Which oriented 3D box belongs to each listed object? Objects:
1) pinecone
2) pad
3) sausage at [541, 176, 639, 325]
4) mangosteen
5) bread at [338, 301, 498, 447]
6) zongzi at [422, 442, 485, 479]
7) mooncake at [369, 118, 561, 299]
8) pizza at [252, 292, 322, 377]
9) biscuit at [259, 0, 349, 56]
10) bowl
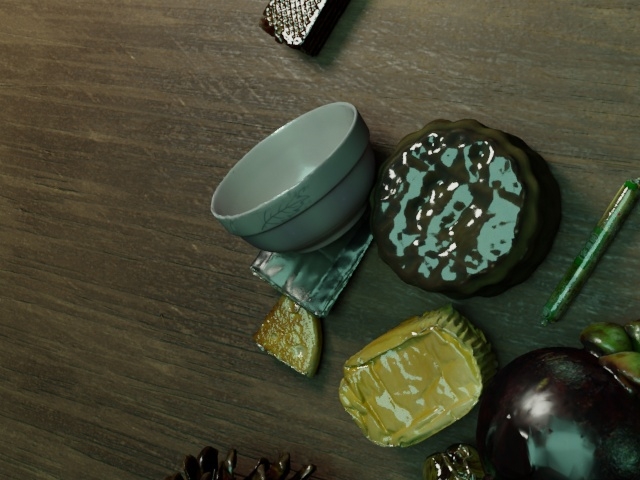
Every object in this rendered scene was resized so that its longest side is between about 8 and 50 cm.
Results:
[{"bbox_3d":[-0.133,0.454,1.538,0.309,0.244,0.244,-21,79,10],"label":"pinecone"},{"bbox_3d":[0.000,0.000,1.586,0.174,0.022,0.233,35,92,24],"label":"pad"},{"bbox_3d":[0.414,0.019,1.395,0.033,0.033,0.269,35,103,23],"label":"sausage"},{"bbox_3d":[0.364,0.272,1.278,0.311,0.311,0.311,-1,88,26],"label":"mangosteen"},{"bbox_3d":[0.156,0.217,1.458,0.250,0.133,0.179,-37,77,23],"label":"bread"},{"bbox_3d":[0.321,0.429,1.387,0.299,0.145,0.274,-13,77,8],"label":"zongzi"},{"bbox_3d":[0.216,-0.049,1.424,0.290,0.161,0.291,-2,85,26],"label":"mooncake"},{"bbox_3d":[-0.055,0.164,1.616,0.130,0.041,0.178,-27,77,20],"label":"pizza"},{"bbox_3d":[0.035,-0.506,1.579,0.107,0.073,0.388,38,104,24],"label":"biscuit"},{"bbox_3d":[-0.025,-0.082,1.490,0.287,0.287,0.144,-25,115,23],"label":"bowl"}]
